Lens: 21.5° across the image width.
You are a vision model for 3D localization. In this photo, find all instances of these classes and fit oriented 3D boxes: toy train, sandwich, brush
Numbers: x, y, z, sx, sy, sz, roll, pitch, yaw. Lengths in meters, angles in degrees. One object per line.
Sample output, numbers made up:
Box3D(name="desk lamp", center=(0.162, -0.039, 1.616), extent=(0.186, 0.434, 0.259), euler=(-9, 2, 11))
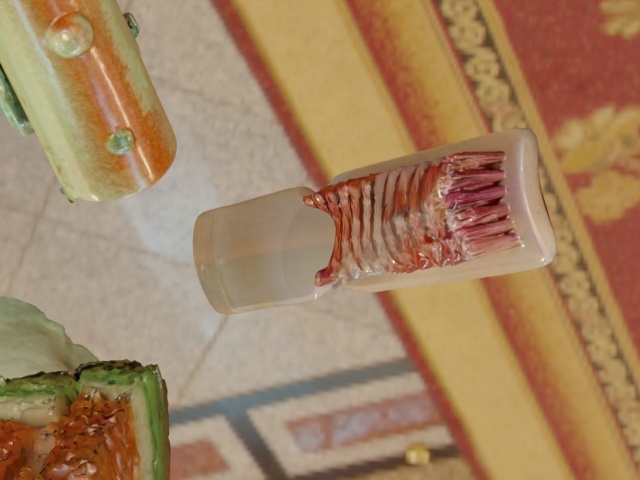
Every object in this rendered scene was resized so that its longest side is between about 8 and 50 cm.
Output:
Box3D(name="toy train", center=(-0.174, -0.153, 1.040), extent=(0.116, 0.177, 0.285), euler=(-27, 125, -10))
Box3D(name="sandwich", center=(-0.120, 0.166, 0.656), extent=(0.079, 0.235, 0.159), euler=(4, -178, 11))
Box3D(name="brush", center=(0.000, 0.000, 0.808), extent=(0.050, 0.060, 0.321), euler=(-11, 179, -28))

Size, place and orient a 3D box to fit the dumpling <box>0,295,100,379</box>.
Box3D(name="dumpling", center=(-0.236, 0.131, 1.041), extent=(0.149, 0.216, 0.105), euler=(19, 157, 24))
